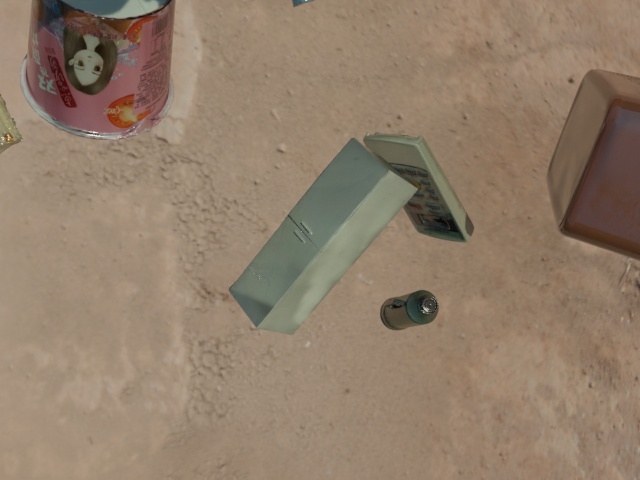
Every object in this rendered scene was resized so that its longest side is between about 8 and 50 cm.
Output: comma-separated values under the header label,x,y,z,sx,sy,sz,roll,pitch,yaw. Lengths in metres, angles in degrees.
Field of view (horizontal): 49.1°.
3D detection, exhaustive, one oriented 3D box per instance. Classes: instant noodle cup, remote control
label,x,y,z,sx,sy,sz,roll,pitch,yaw
instant noodle cup,-0.328,-0.313,1.055,0.243,0.243,0.231,52,147,15
remote control,0.177,-0.093,1.252,0.124,0.285,0.038,12,64,38

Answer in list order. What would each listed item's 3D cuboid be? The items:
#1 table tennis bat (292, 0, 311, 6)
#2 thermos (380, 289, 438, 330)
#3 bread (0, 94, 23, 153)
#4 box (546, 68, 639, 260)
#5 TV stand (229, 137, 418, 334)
label,x,y,z,sx,sy,sz,roll,pitch,yaw
table tennis bat,-0.075,-0.555,1.158,0.215,0.044,0.328,1,114,54
thermos,0.183,0.137,1.428,0.073,0.188,0.083,-41,91,-19
bread,-0.404,-0.161,0.804,0.068,0.028,0.153,-31,80,10
box,0.509,-0.119,1.104,0.230,0.339,0.239,17,115,7
TV stand,0.000,0.000,0.937,0.269,0.088,0.083,-50,57,11
